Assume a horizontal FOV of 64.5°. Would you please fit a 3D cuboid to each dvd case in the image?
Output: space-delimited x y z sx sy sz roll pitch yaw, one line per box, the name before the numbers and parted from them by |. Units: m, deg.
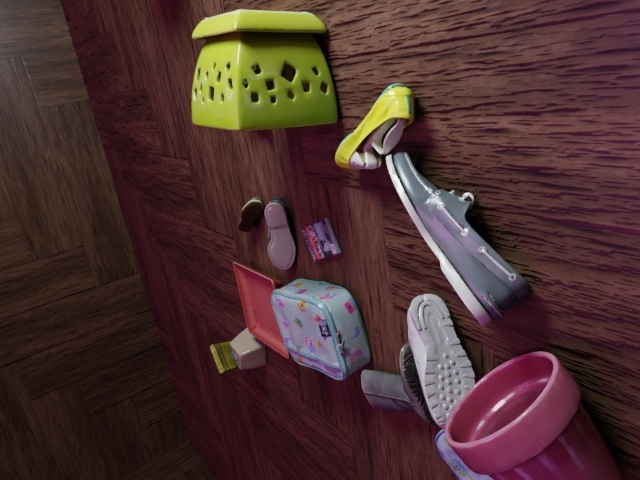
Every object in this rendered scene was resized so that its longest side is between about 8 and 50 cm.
dvd case | 0.000 0.000 1.201 0.119 0.013 0.087 -22 90 60

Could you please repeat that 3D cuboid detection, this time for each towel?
towel | -0.318 0.407 1.804 0.102 0.021 0.237 66 -170 11

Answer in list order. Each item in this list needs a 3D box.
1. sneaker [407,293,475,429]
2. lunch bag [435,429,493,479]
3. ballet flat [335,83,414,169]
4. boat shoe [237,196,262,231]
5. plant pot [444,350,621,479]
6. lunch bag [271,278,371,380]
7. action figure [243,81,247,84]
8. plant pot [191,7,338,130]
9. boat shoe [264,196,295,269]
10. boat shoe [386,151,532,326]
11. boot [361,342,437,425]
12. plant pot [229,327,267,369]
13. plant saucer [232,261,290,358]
sneaker | 0.207 0.217 0.905 0.095 0.090 0.235 105 161 -61
lunch bag | 0.310 0.395 0.878 0.219 0.090 0.176 52 144 26
ballet flat | 0.092 -0.171 0.884 0.231 0.077 0.077 -48 51 54
boat shoe | -0.201 -0.081 1.428 0.152 0.056 0.049 130 148 -50
plant pot | 0.315 0.292 0.731 0.180 0.201 0.201 48 147 3
lunch bag | -0.004 0.218 1.247 0.279 0.108 0.224 6 113 56
action figure | -0.199 -0.355 1.258 0.232 0.063 0.137 51 142 21
plant pot | -0.119 -0.330 0.991 0.227 0.228 0.207 23 121 51
boat shoe | -0.101 -0.019 1.325 0.065 0.075 0.206 -79 -14 -56
boat shoe | 0.211 -0.025 0.806 0.099 0.116 0.319 -33 67 15
boot | 0.160 0.297 1.088 0.208 0.076 0.190 -3 103 65
plant pot | -0.254 0.381 1.751 0.109 0.096 0.109 39 139 40
plant saucer | -0.169 0.202 1.557 0.259 0.047 0.258 17 122 54
